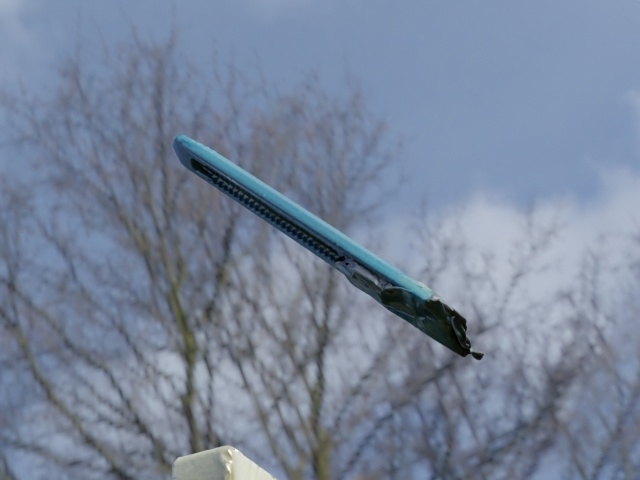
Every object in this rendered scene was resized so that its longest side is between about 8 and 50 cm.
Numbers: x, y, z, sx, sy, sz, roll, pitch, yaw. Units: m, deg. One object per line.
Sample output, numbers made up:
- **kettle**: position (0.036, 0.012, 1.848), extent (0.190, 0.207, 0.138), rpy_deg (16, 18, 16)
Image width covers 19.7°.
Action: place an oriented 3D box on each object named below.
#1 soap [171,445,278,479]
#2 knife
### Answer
- **soap**: position (-0.043, 0.248, 1.399), extent (0.064, 0.121, 0.183), rpy_deg (-20, -40, 26)
- **knife**: position (-0.002, 0.002, 1.332), extent (0.026, 0.297, 0.044), rpy_deg (-47, -29, -19)
